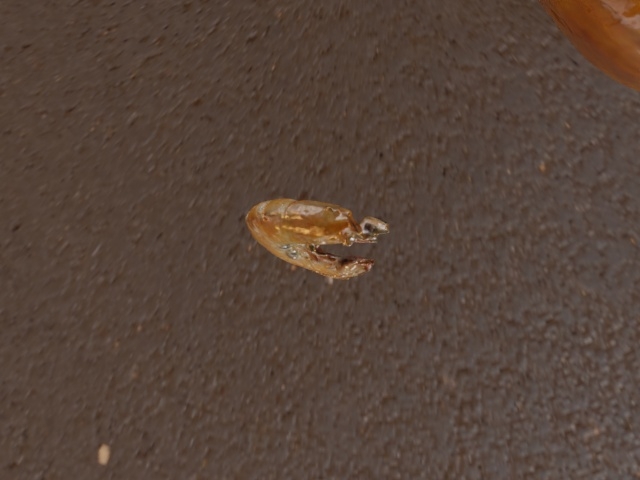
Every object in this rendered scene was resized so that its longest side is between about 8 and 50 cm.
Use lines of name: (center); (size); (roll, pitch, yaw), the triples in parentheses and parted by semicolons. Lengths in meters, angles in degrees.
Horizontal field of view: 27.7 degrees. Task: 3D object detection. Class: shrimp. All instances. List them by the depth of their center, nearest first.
shrimp: (0.001, -0.004, 1.429); (0.132, 0.187, 0.051); (38, 66, -39)

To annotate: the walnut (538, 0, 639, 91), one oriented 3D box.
walnut: (0.185, -0.247, 0.755); (0.209, 0.209, 0.336); (-25, 89, 9)
